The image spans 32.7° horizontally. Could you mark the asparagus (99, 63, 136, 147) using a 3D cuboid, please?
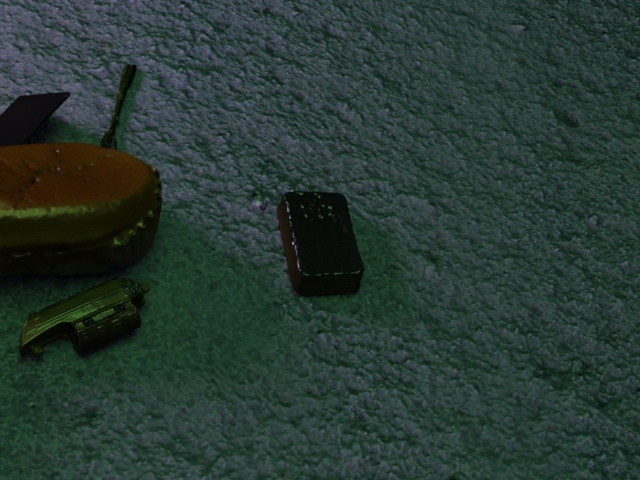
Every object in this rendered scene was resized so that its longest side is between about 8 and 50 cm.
[{"bbox_3d":[-0.376,-0.248,2.028,0.023,0.022,0.233,48,35,-37],"label":"asparagus"}]

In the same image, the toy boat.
[{"bbox_3d":[-0.366,0.127,1.712,0.226,0.068,0.088,-24,69,-30],"label":"toy boat"}]

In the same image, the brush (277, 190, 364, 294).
[{"bbox_3d":[0.000,0.000,1.918,0.123,0.059,0.197,-1,54,-18],"label":"brush"}]

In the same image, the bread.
[{"bbox_3d":[-0.440,-0.051,1.755,0.388,0.183,0.236,-12,55,-23],"label":"bread"}]

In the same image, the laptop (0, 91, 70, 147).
[{"bbox_3d":[-0.531,-0.194,1.900,0.135,0.016,0.197,0,42,34],"label":"laptop"}]
